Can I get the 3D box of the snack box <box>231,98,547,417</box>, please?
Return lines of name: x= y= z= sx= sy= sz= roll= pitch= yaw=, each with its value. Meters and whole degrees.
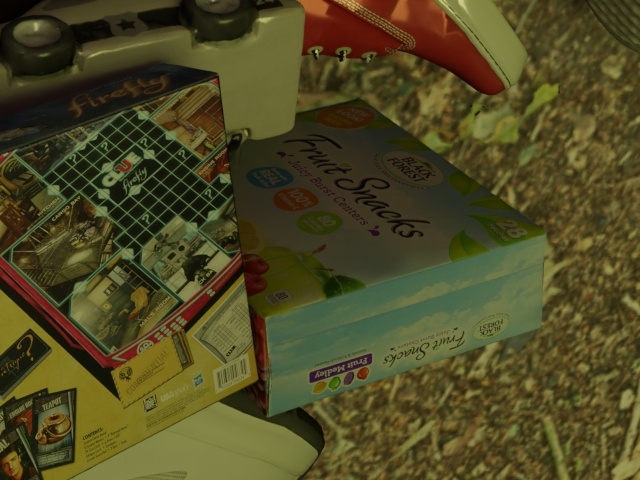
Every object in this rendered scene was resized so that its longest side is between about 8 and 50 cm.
snack box: x=0.000 y=0.000 z=0.871 sx=0.174 sy=0.207 sz=0.070 roll=-15 pitch=124 yaw=-23

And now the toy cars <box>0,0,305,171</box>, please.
toy cars: x=-0.032 y=-0.157 z=0.761 sx=0.394 sy=0.087 sz=0.176 roll=-42 pitch=140 yaw=6

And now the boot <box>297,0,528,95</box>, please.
boot: x=-0.005 y=-0.117 z=0.884 sx=0.244 sy=0.088 sz=0.176 roll=34 pitch=97 yaw=-32

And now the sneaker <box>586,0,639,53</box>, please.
sneaker: x=0.221 y=-0.288 z=0.888 sx=0.150 sy=0.135 sz=0.366 roll=-20 pitch=126 yaw=-15

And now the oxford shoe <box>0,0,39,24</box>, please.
oxford shoe: x=-0.212 y=-0.100 z=0.758 sx=0.227 sy=0.096 sz=0.083 roll=-34 pitch=128 yaw=-12

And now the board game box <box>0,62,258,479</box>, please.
board game box: x=-0.139 y=0.033 z=0.673 sx=0.243 sy=0.042 sz=0.165 roll=-24 pitch=119 yaw=-38

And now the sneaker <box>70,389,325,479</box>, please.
sneaker: x=-0.198 y=0.139 z=0.816 sx=0.447 sy=0.169 sz=0.257 roll=25 pitch=92 yaw=-48
